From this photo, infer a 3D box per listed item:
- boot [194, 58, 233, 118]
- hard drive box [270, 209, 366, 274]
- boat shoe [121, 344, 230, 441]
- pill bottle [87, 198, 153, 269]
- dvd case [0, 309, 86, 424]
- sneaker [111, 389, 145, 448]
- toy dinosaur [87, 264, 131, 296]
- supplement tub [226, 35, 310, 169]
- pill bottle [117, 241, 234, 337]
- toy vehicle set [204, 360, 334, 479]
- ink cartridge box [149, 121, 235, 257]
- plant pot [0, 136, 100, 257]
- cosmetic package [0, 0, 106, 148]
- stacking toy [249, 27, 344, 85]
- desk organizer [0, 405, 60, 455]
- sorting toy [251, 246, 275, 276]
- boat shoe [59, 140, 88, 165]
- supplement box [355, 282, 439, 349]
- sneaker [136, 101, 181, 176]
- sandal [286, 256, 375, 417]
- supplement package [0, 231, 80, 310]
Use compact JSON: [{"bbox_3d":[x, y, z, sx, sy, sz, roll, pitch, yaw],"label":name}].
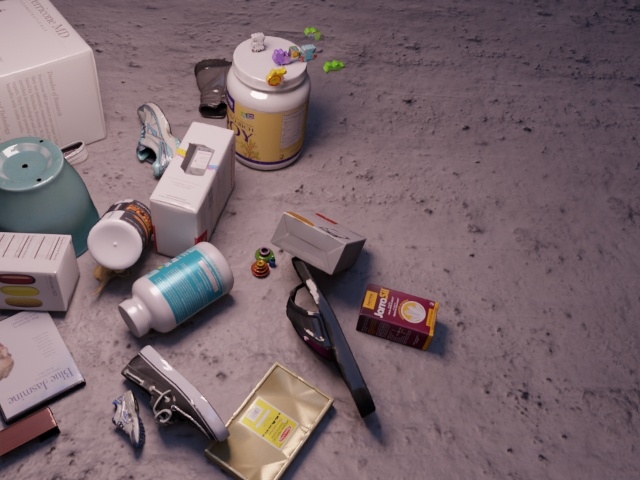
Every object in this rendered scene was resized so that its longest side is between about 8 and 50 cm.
[{"bbox_3d":[-0.241,-0.503,2.064,0.338,0.118,0.223,-14,58,-5],"label":"boot"},{"bbox_3d":[0.000,0.000,1.626,0.181,0.089,0.232,28,10,13],"label":"hard drive box"},{"bbox_3d":[-0.325,0.351,1.367,0.306,0.113,0.105,36,64,26],"label":"boat shoe"},{"bbox_3d":[-0.494,-0.028,1.584,0.130,0.131,0.246,3,19,-6],"label":"pill bottle"},{"bbox_3d":[-0.677,0.274,1.438,0.180,0.022,0.253,-27,61,-26],"label":"dvd case"},{"bbox_3d":[-0.422,0.398,1.368,0.058,0.052,0.135,-21,50,-11],"label":"sneaker"},{"bbox_3d":[-0.538,0.081,1.601,0.092,0.053,0.183,-11,46,2],"label":"toy dinosaur"},{"bbox_3d":[-0.155,-0.397,1.839,0.240,0.331,0.241,4,52,-5],"label":"supplement tub"},{"bbox_3d":[-0.352,0.124,1.522,0.264,0.146,0.146,-34,64,-30],"label":"pill bottle"},{"bbox_3d":[-0.110,0.416,1.400,0.166,0.035,0.267,31,54,15],"label":"toy vehicle set"},{"bbox_3d":[-0.334,-0.129,1.673,0.131,0.226,0.306,14,51,2],"label":"ink cartridge box"},{"bbox_3d":[-0.717,-0.111,1.584,0.271,0.255,0.272,4,52,-6],"label":"plant pot"},{"bbox_3d":[-0.876,-0.436,1.769,0.393,0.327,0.329,-29,61,-28],"label":"cosmetic package"},{"bbox_3d":[-0.068,-0.498,1.691,0.221,0.052,0.167,-14,57,-21],"label":"stacking toy"},{"bbox_3d":[-0.625,0.411,1.323,0.130,0.047,0.050,-26,63,-25],"label":"desk organizer"},{"bbox_3d":[-0.150,0.050,1.676,0.061,0.042,0.102,10,51,0],"label":"sorting toy"},{"bbox_3d":[-0.756,-0.234,1.795,0.184,0.063,0.066,-25,59,-25],"label":"boat shoe"},{"bbox_3d":[0.194,0.193,1.590,0.188,0.081,0.104,16,52,5],"label":"supplement box"},{"bbox_3d":[-0.499,-0.302,1.860,0.122,0.110,0.283,-24,59,-21],"label":"sneaker"},{"bbox_3d":[-0.006,0.220,1.498,0.107,0.168,0.446,-24,57,-4],"label":"sandal"},{"bbox_3d":[-0.724,0.073,1.498,0.244,0.139,0.134,2,42,-4],"label":"supplement package"}]
